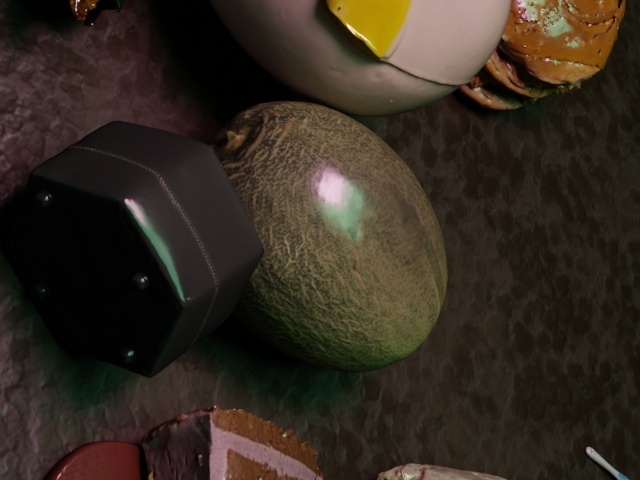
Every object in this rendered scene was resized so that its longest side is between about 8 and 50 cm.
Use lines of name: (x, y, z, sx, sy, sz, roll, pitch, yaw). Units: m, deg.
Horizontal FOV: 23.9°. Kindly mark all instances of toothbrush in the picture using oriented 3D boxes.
toothbrush: (0.411, 0.329, 2.061, 0.162, 0.017, 0.014, 40, 48, -23)

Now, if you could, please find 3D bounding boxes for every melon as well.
melon: (0.000, 0.000, 1.604, 0.329, 0.248, 0.248, 46, 50, -27)

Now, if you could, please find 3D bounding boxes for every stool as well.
stool: (-0.181, 0.006, 1.446, 0.141, 0.232, 0.232, -37, 104, -44)

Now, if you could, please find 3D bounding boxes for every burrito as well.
burrito: (0.155, 0.297, 1.788, 0.229, 0.063, 0.058, 18, 93, -41)

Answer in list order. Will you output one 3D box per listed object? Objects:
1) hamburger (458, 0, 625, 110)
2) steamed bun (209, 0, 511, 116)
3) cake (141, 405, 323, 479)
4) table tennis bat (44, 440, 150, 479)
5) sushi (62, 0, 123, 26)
hamburger: (0.260, -0.311, 1.987, 0.245, 0.211, 0.260, 13, 73, -35)
steamed bun: (0.032, -0.307, 1.630, 0.374, 0.334, 0.334, 45, 41, 19)
cake: (-0.079, 0.248, 1.552, 0.295, 0.113, 0.116, 32, 51, -56)
table tennis bat: (-0.180, 0.345, 1.464, 0.200, 0.038, 0.310, -14, 87, -45)
sushi: (-0.226, -0.319, 1.567, 0.287, 0.149, 0.140, -74, 150, -62)
